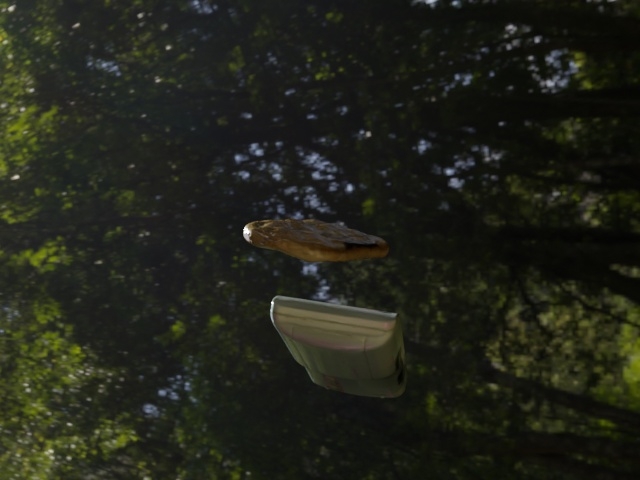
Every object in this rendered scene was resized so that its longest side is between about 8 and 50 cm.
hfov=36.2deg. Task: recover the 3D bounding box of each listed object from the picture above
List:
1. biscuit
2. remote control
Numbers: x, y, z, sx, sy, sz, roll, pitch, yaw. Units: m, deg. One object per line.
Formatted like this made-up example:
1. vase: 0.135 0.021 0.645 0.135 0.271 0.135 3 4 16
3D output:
1. biscuit: 0.000 0.000 0.674 0.147 0.071 0.018 -6 -70 -66
2. remote control: 0.012 0.063 0.535 0.166 0.065 0.029 72 -153 -70
